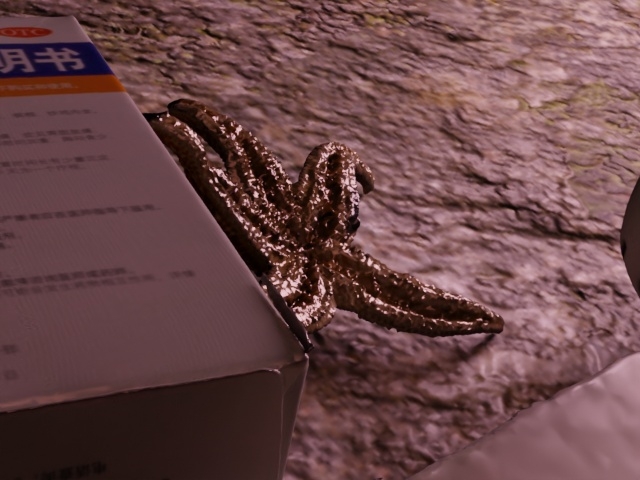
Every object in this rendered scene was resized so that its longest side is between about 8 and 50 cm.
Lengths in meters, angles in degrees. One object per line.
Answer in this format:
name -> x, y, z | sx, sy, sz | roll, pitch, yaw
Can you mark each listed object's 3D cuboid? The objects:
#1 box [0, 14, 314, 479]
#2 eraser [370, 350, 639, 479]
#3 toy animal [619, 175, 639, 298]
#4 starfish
box -> -0.158, 0.013, 0.500 | 0.200, 0.106, 0.299 | -6, 33, -26
eraser -> 0.124, 0.213, 0.423 | 0.331, 0.150, 0.331 | 11, 40, -9
toy animal -> 0.280, 0.034, 0.627 | 0.266, 0.213, 0.212 | 30, 43, 4
starfish -> -0.005, 0.005, 0.641 | 0.238, 0.057, 0.213 | 36, 31, -15
